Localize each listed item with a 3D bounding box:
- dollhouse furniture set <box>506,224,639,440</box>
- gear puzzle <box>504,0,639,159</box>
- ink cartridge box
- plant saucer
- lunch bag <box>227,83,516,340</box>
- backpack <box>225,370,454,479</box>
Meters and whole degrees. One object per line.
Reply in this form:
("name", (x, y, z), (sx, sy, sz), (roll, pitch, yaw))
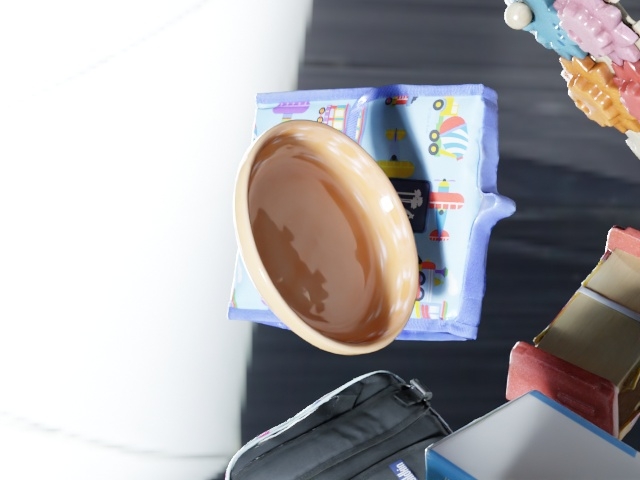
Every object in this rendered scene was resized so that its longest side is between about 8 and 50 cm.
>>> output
("dollhouse furniture set", (0.374, 0.160, 1.791), (0.374, 0.201, 0.152), (26, 143, 27))
("gear puzzle", (0.263, -0.077, 1.527), (0.339, 0.044, 0.175), (48, 170, -20))
("ink cartridge box", (0.202, 0.311, 1.552), (0.223, 0.129, 0.307), (30, 134, 41))
("plant saucer", (0.000, 0.000, 1.578), (0.037, 0.200, 0.200), (-24, 63, 40))
("lunch bag", (0.067, -0.023, 1.777), (0.293, 0.138, 0.221), (-1, 80, 49))
("backpack", (0.027, 0.282, 2.011), (0.225, 0.253, 0.191), (46, 144, 31))
